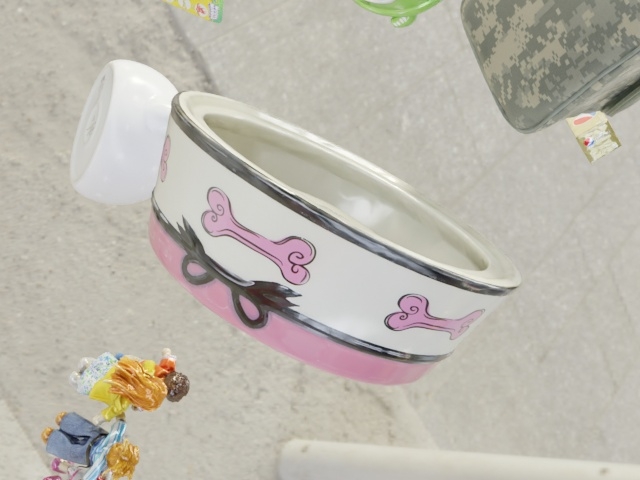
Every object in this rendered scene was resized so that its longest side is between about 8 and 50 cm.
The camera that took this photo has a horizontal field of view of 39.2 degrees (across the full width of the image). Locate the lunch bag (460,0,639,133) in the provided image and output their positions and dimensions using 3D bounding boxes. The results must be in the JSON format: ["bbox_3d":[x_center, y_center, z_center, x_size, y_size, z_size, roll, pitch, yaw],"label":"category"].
[{"bbox_3d":[0.355,-0.280,1.041,0.256,0.305,0.212,-20,79,-25],"label":"lunch bag"}]

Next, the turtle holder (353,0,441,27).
[{"bbox_3d":[0.150,-0.545,1.712,0.320,0.243,0.227,61,9,24],"label":"turtle holder"}]

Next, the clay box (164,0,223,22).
[{"bbox_3d":[-0.299,-0.573,1.967,0.222,0.127,0.053,25,50,10],"label":"clay box"}]

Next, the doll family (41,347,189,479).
[{"bbox_3d":[-0.276,0.239,1.159,0.118,0.163,0.263,48,60,-45],"label":"doll family"}]

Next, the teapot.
[{"bbox_3d":[-0.291,-0.161,1.480,0.187,0.256,0.252,17,114,-28],"label":"teapot"}]

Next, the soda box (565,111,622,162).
[{"bbox_3d":[0.475,-0.205,1.594,0.058,0.061,0.181,53,19,-19],"label":"soda box"}]

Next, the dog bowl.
[{"bbox_3d":[0.000,0.000,0.961,0.408,0.408,0.150,16,109,-42],"label":"dog bowl"}]
